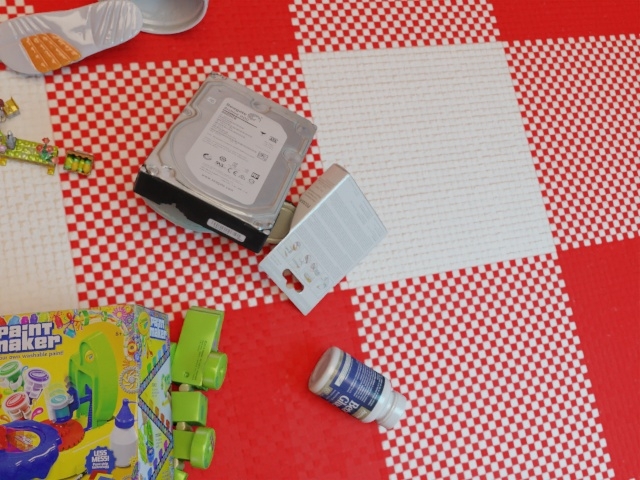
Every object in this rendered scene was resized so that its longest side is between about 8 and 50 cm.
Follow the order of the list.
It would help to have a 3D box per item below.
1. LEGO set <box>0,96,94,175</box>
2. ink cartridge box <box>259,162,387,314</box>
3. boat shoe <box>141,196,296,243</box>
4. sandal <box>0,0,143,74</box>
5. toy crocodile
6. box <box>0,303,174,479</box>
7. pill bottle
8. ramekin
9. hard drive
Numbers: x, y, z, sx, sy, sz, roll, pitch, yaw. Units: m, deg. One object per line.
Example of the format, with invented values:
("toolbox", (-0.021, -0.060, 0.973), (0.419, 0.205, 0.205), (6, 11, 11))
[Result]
("LEGO set", (-0.525, -0.201, 1.229), (0.287, 0.107, 0.132), (45, 69, -4))
("ink cartridge box", (0.000, 0.000, 1.339), (0.232, 0.066, 0.189), (-42, 134, -5))
("boat shoe", (-0.184, -0.066, 1.323), (0.302, 0.091, 0.114), (21, 98, -14))
("sandal", (-0.453, -0.370, 1.307), (0.265, 0.076, 0.102), (-16, 105, -9))
("toy crocodile", (-0.228, 0.279, 1.224), (0.115, 0.105, 0.341), (5, 70, 6))
("box", (-0.389, 0.253, 1.088), (0.289, 0.177, 0.280), (-6, 78, 4))
("pill bottle", (0.071, 0.277, 1.322), (0.169, 0.094, 0.094), (32, 70, -9))
("ramekin", (-0.306, -0.490, 1.319), (0.207, 0.207, 0.109), (9, 66, -16))
("hard drive", (-0.154, -0.153, 1.276), (0.236, 0.064, 0.339), (28, 42, -6))
